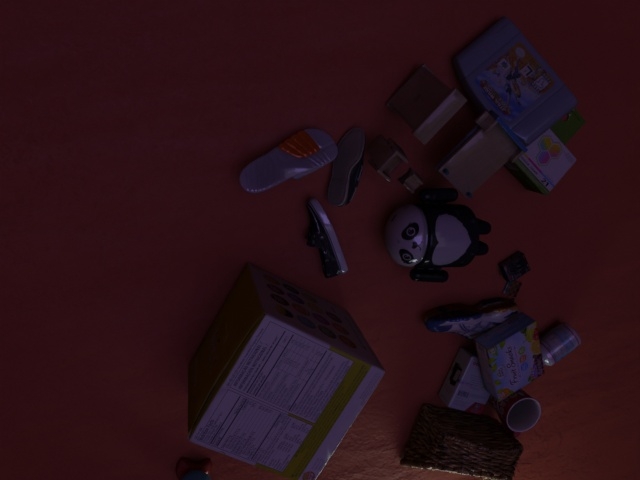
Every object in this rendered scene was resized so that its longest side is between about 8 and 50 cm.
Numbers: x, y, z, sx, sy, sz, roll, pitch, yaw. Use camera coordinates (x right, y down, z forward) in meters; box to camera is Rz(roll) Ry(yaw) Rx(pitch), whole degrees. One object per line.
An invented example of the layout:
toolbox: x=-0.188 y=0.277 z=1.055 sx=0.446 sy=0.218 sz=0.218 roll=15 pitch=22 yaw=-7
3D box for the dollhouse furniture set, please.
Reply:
dollhouse furniture set: x=0.308 y=-0.238 z=1.408 sx=0.303 sy=0.198 sz=0.286 roll=34 pitch=109 yaw=-30

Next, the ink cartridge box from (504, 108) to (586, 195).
ink cartridge box: x=0.619 y=-0.284 z=1.509 sx=0.188 sy=0.097 sz=0.255 roll=39 pitch=94 yaw=-20

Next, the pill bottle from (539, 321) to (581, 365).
pill bottle: x=0.718 y=0.332 z=1.716 sx=0.160 sy=0.087 sz=0.087 roll=-35 pitch=111 yaw=-2

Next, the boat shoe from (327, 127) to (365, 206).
boat shoe: x=0.074 y=-0.187 z=1.427 sx=0.065 sy=0.075 sz=0.206 roll=6 pitch=102 yaw=-60

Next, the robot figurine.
robot figurine: x=0.308 y=-0.012 z=1.463 sx=0.278 sy=0.174 sz=0.209 roll=1 pitch=64 yaw=-15

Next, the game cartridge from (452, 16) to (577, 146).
game cartridge: x=0.486 y=-0.397 z=1.411 sx=0.198 sy=0.062 sz=0.297 roll=-40 pitch=89 yaw=-5

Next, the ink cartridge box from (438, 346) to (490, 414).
ink cartridge box: x=0.458 y=0.427 z=1.683 sx=0.127 sy=0.072 sz=0.175 roll=19 pitch=100 yaw=-20

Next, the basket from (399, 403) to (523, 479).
basket: x=0.431 y=0.662 z=1.669 sx=0.299 sy=0.213 sz=0.223 roll=16 pitch=100 yaw=-18

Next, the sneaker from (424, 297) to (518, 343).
sneaker: x=0.444 y=0.255 z=1.611 sx=0.296 sy=0.112 sz=0.131 roll=-4 pitch=107 yaw=-13

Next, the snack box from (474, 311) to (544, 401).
snack box: x=0.549 y=0.337 z=1.599 sx=0.174 sy=0.070 sz=0.207 roll=-26 pitch=117 yaw=-13

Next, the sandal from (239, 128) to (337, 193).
sandal: x=-0.085 y=-0.191 z=1.363 sx=0.265 sy=0.076 sz=0.102 roll=-27 pitch=87 yaw=-17

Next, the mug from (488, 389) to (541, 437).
mug: x=0.561 y=0.499 z=1.679 sx=0.113 sy=0.169 sz=0.150 roll=22 pitch=100 yaw=-20

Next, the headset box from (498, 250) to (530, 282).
headset box: x=0.570 y=0.080 z=1.635 sx=0.083 sy=0.032 sz=0.062 roll=-32 pitch=111 yaw=-6

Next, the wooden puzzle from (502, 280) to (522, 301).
wooden puzzle: x=0.578 y=0.144 z=1.669 sx=0.049 sy=0.006 sz=0.083 roll=17 pitch=101 yaw=-18

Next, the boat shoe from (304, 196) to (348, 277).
boat shoe: x=0.000 y=0.000 z=1.446 sx=0.076 sy=0.080 sz=0.229 roll=-26 pitch=118 yaw=-8

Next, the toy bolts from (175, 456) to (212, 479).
toy bolts: x=-0.328 y=0.735 z=1.522 sx=0.218 sy=0.158 sz=0.229 roll=4 pitch=105 yaw=-15

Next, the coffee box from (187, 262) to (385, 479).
coffee box: x=-0.106 y=0.314 z=1.364 sx=0.334 sy=0.338 sz=0.338 roll=29 pitch=98 yaw=-20
